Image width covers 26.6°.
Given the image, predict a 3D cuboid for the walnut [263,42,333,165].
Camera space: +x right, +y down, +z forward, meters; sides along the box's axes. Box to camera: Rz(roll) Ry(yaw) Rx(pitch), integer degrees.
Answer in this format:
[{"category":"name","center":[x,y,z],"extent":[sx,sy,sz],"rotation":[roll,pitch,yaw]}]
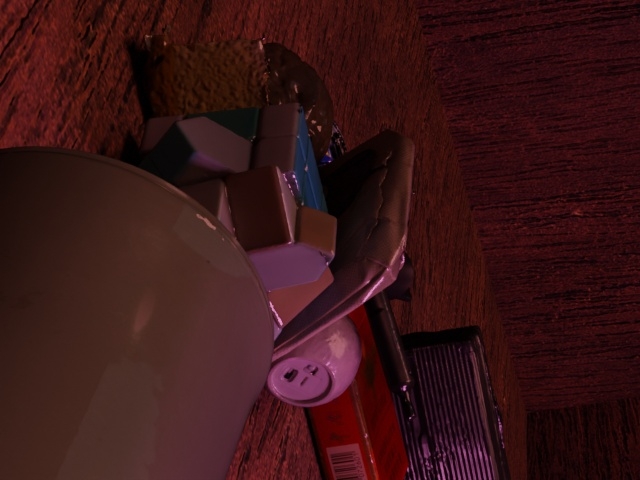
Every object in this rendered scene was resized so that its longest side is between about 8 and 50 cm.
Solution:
[{"category":"walnut","center":[-0.071,-0.143,1.715],"extent":[0.230,0.178,0.178],"rotation":[-65,144,-46]}]

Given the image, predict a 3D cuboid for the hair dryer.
[{"category":"hair dryer","center":[0.091,0.115,1.740],"extent":[0.195,0.078,0.248],"rotation":[18,54,-59]}]

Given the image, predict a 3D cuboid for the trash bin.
[{"category":"trash bin","center":[-0.193,0.140,0.834],"extent":[0.432,0.280,0.280],"rotation":[-75,151,-52]}]

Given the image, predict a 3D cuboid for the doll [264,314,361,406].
[{"category":"doll","center":[-0.015,0.091,1.801],"extent":[0.287,0.151,0.151],"rotation":[-86,160,-53]}]

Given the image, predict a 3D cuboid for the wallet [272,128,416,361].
[{"category":"wallet","center":[0.001,0.003,1.623],"extent":[0.068,0.275,0.335],"rotation":[45,34,-27]}]

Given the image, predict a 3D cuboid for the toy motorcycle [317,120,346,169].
[{"category":"toy motorcycle","center":[0.034,-0.056,2.155],"extent":[0.315,0.113,0.169],"rotation":[68,25,-7]}]

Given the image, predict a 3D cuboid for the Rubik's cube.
[{"category":"Rubik's cube","center":[-0.090,-0.019,1.438],"extent":[0.213,0.224,0.265],"rotation":[-84,164,-46]}]

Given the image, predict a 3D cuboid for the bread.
[{"category":"bread","center":[-0.128,-0.168,1.558],"extent":[0.127,0.147,0.152],"rotation":[46,41,-86]}]

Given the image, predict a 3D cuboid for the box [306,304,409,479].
[{"category":"box","center":[0.044,0.238,2.009],"extent":[0.197,0.089,0.313],"rotation":[-49,128,-69]}]

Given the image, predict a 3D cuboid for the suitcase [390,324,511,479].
[{"category":"suitcase","center":[0.180,0.316,2.188],"extent":[0.152,0.230,0.335],"rotation":[-35,114,-75]}]
